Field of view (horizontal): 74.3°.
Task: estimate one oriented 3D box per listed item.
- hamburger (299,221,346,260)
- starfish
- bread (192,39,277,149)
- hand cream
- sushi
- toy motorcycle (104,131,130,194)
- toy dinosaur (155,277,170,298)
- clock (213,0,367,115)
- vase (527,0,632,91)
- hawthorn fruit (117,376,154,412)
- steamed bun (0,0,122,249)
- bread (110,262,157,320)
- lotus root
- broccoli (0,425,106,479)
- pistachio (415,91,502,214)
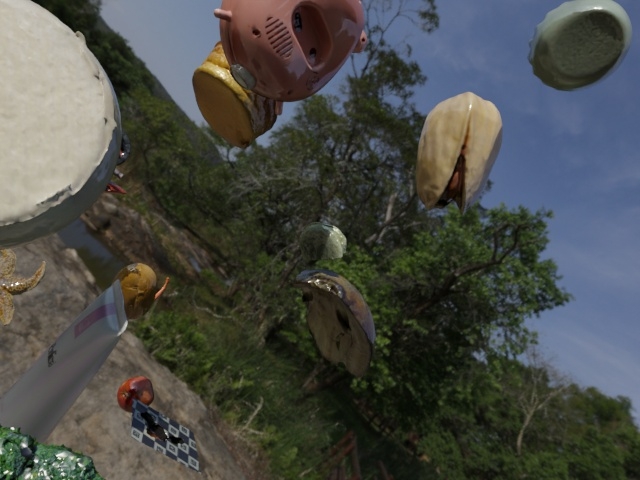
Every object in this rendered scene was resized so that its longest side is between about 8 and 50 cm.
[{"bbox_3d":[-0.002,0.000,0.970,0.121,0.054,0.084,-7,-78,34],"label":"hamburger"},{"bbox_3d":[-0.808,0.109,1.034,0.277,0.236,0.062,62,-38,31],"label":"starfish"},{"bbox_3d":[-0.201,-0.349,1.028,0.196,0.142,0.269,34,-21,10],"label":"bread"},{"bbox_3d":[-0.500,0.252,0.824,0.118,0.358,0.185,38,1,-35],"label":"hand cream"},{"bbox_3d":[-0.362,0.456,0.967,0.201,0.031,0.139,47,-5,-27],"label":"sushi"},{"bbox_3d":[-0.542,-0.175,0.853,0.298,0.170,0.089,2,6,-42],"label":"toy motorcycle"},{"bbox_3d":[-0.564,0.191,1.285,0.055,0.279,0.101,32,-40,17],"label":"toy dinosaur"},{"bbox_3d":[-0.049,-0.341,0.695,0.142,0.241,0.227,29,-18,40],"label":"clock"},{"bbox_3d":[0.395,-0.311,0.673,0.128,0.128,0.248,53,30,-9],"label":"vase"},{"bbox_3d":[-0.659,0.540,1.486,0.140,0.125,0.125,29,9,-40],"label":"hawthorn fruit"},{"bbox_3d":[-0.499,-0.164,0.620,0.374,0.374,0.241,53,-32,-12],"label":"steamed bun"},{"bbox_3d":[-0.487,0.144,1.103,0.114,0.189,0.077,-5,36,-46],"label":"bread"},{"bbox_3d":[0.058,0.188,1.054,0.210,0.142,0.313,19,-41,25],"label":"lotus root"},{"bbox_3d":[-0.376,0.361,0.482,0.307,0.308,0.275,49,-13,18],"label":"broccoli"},{"bbox_3d":[0.264,-0.164,0.816,0.158,0.229,0.157,10,4,-1],"label":"pistachio"}]
